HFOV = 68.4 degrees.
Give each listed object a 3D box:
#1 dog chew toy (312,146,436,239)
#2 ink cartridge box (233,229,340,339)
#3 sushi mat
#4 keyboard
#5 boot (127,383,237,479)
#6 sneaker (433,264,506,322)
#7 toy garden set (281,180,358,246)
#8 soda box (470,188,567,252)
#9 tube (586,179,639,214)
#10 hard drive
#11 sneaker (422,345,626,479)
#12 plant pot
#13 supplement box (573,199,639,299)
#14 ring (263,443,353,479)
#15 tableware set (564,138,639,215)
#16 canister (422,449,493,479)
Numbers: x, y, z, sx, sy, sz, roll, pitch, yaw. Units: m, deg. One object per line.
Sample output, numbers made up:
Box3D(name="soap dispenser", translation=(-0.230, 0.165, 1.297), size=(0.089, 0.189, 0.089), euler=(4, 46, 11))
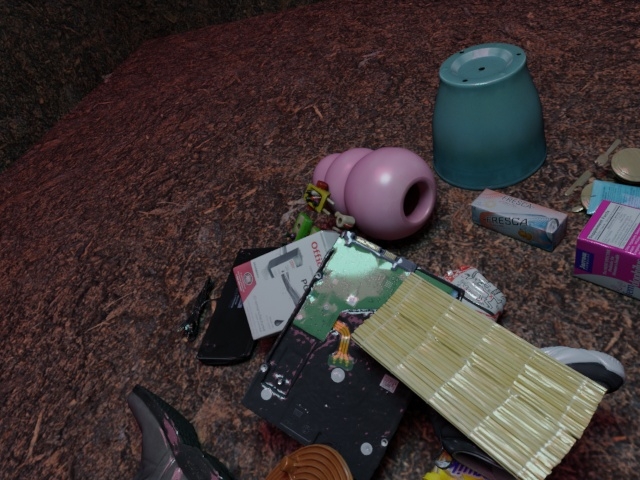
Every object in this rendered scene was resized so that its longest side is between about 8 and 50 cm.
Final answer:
Box3D(name="dog chew toy", translation=(0.105, -0.125, 1.100), size=(0.207, 0.206, 0.332), euler=(-42, 37, -19))
Box3D(name="ink cartridge box", translation=(-0.046, 0.090, 0.933), size=(0.218, 0.092, 0.158), euler=(-22, 79, 21))
Box3D(name="sushi mat", translation=(0.194, 0.166, 0.640), size=(0.151, 0.019, 0.316), euler=(-40, 45, -17))
Box3D(name="keyboard", translation=(-0.209, 0.140, 1.086), size=(0.202, 0.033, 0.317), euler=(-3, 45, 19))
Box3D(name="boot", translation=(-0.305, 0.410, 0.798), size=(0.222, 0.118, 0.338), euler=(-47, 43, -17))
Box3D(name="sneaker", translation=(0.211, 0.098, 0.900), size=(0.270, 0.090, 0.145), euler=(27, 61, 37))
Box3D(name="toy garden set", translation=(0.000, 0.000, 1.024), size=(0.244, 0.049, 0.203), euler=(47, 120, 46))
Box3D(name="soda box", translation=(0.408, -0.045, 0.978), size=(0.063, 0.058, 0.183), euler=(-43, 45, -20))
Box3D(name="tube", translation=(0.628, -0.068, 0.891), size=(0.207, 0.052, 0.080), euler=(13, 62, 26))
Box3D(name="hard drive", translation=(0.056, 0.178, 0.780), size=(0.237, 0.064, 0.338), euler=(27, 79, 13))
Box3D(name="sneaker", translation=(0.272, 0.237, 0.624), size=(0.269, 0.101, 0.153), euler=(-12, 43, 16))
Box3D(name="plant pot", translation=(0.385, -0.300, 1.101), size=(0.272, 0.255, 0.271), euler=(-12, 44, 12))
Box3D(name="supplement box", translation=(0.564, 0.031, 0.792), size=(0.220, 0.111, 0.114), euler=(26, 62, 41))
Box3D(name="ring", translation=(-0.069, 0.420, 0.593), size=(0.336, 0.032, 0.336), euler=(-49, 17, 21))
Box3D(name="tableware set", translation=(0.613, -0.113, 0.969), size=(0.194, 0.039, 0.128), euler=(-43, 61, -12))
Box3D(name="canister", translation=(0.239, 0.319, 0.673), size=(0.126, 0.073, 0.170), euler=(20, 56, 37))
